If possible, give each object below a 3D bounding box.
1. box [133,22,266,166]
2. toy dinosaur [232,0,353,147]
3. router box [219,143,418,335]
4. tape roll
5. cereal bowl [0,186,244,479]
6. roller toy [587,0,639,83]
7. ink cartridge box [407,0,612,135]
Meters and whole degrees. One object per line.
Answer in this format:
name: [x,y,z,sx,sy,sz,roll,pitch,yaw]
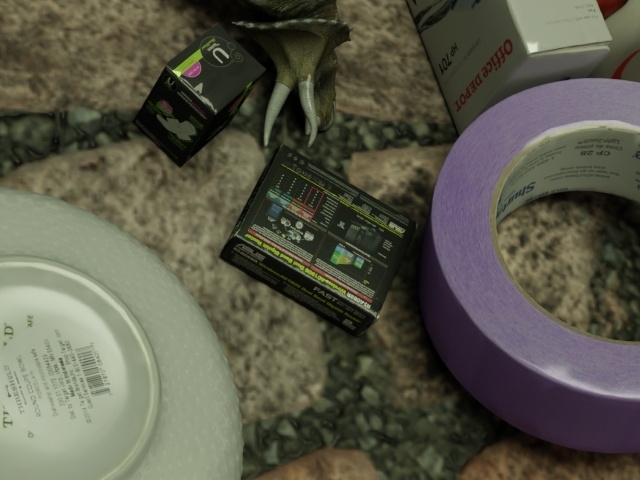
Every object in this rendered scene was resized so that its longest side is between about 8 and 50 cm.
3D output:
box: [-0.088,-0.105,1.406,0.052,0.083,0.062,44,56,2]
toy dinosaur: [-0.058,-0.235,1.466,0.313,0.121,0.160,48,43,0]
router box: [0.000,0.000,1.419,0.122,0.038,0.092,30,56,-7]
tape roll: [0.212,0.015,1.429,0.275,0.090,0.274,2,58,-3]
cereal bowl: [-0.199,0.109,1.215,0.339,0.141,0.339,10,61,-18]
roller toy: [0.269,-0.211,1.551,0.191,0.209,0.146,-21,70,3]
ink cartridge box: [0.136,-0.198,1.518,0.082,0.139,0.190,-9,68,-25]
